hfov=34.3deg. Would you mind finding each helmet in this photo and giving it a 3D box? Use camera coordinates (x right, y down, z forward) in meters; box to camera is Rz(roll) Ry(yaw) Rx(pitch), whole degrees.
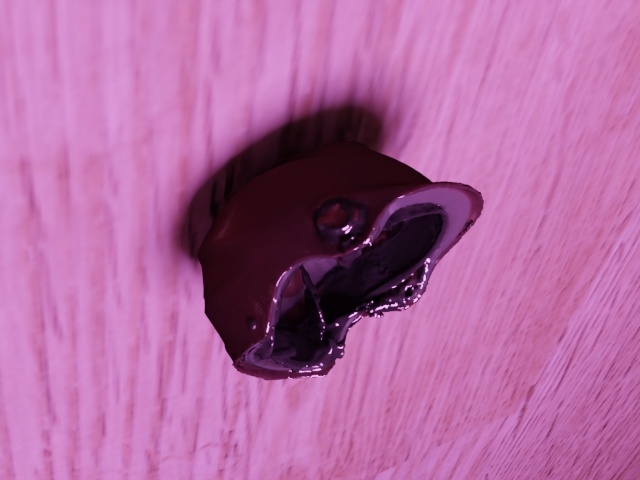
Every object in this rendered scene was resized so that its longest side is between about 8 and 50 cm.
[{"bbox_3d":[0.000,0.000,0.438,0.123,0.070,0.098,-43,155,3],"label":"helmet"}]
